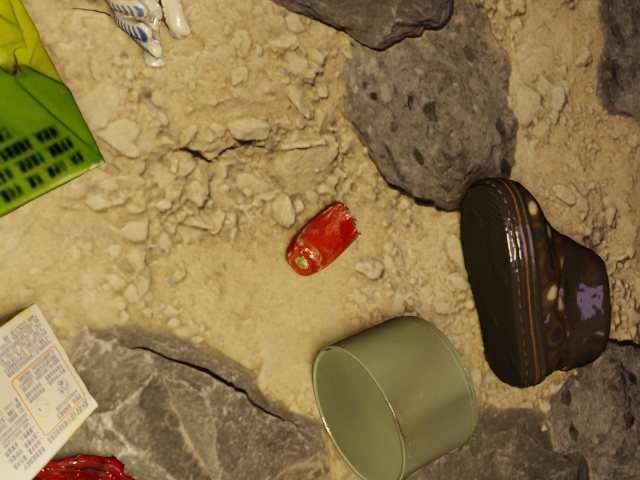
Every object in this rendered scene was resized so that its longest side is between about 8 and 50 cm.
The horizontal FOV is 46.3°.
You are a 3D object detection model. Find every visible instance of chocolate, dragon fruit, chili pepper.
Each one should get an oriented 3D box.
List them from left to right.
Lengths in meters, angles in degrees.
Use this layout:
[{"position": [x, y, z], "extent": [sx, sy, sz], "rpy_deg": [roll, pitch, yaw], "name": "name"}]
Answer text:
[{"position": [-0.442, -0.148, 0.835], "extent": [0.301, 0.137, 0.289], "rpy_deg": [-41, 111, -49], "name": "chocolate"}, {"position": [-0.323, 0.356, 0.983], "extent": [0.161, 0.120, 0.127], "rpy_deg": [41, 111, 2], "name": "dragon fruit"}, {"position": [0.000, 0.000, 1.176], "extent": [0.123, 0.070, 0.073], "rpy_deg": [-43, 153, -28], "name": "chili pepper"}]

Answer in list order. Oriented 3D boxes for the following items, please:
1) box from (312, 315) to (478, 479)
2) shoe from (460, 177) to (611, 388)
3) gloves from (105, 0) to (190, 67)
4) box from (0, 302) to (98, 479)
[{"position": [0.111, 0.242, 1.144], "extent": [0.149, 0.226, 0.226], "rpy_deg": [-19, 99, -29], "name": "box"}, {"position": [0.396, 0.058, 1.344], "extent": [0.237, 0.171, 0.384], "rpy_deg": [-17, 99, -23], "name": "shoe"}, {"position": [-0.243, -0.350, 1.024], "extent": [0.119, 0.097, 0.229], "rpy_deg": [-9, 89, -26], "name": "gloves"}, {"position": [-0.390, 0.207, 0.845], "extent": [0.168, 0.097, 0.265], "rpy_deg": [64, 22, -15], "name": "box"}]
